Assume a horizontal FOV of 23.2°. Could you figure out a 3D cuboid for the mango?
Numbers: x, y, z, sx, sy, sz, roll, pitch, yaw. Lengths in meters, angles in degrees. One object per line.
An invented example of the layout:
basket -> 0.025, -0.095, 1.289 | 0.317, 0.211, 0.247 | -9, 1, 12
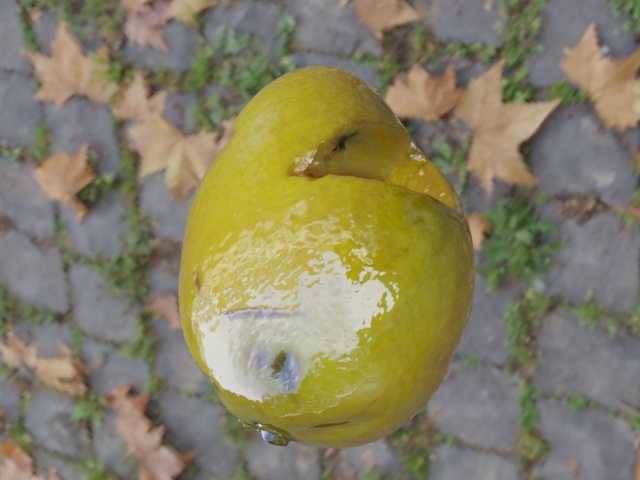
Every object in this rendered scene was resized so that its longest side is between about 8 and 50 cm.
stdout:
mango -> 0.000, 0.000, 0.897 | 0.167, 0.262, 0.130 | -32, 133, 14
